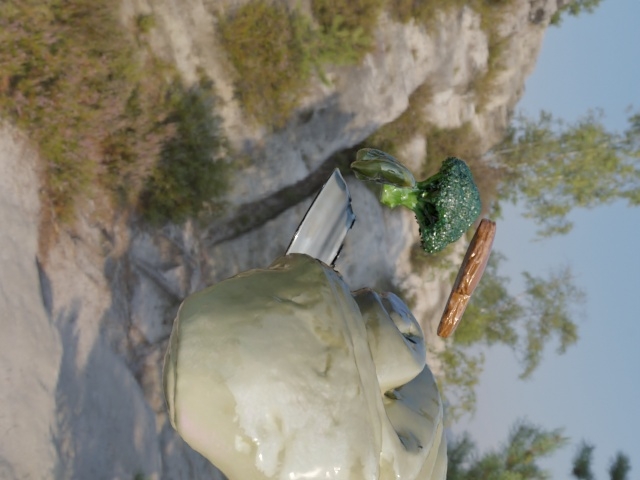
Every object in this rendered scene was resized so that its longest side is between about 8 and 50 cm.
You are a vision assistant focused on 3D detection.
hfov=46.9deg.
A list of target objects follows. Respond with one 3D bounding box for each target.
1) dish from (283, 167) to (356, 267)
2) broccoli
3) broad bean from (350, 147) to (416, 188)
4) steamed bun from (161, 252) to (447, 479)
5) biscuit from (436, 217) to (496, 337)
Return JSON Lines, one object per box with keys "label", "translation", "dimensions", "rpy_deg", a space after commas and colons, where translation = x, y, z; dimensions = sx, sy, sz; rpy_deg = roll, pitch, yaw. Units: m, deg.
{"label": "dish", "translation": [0.000, 0.000, 1.617], "dimensions": [0.317, 0.106, 0.316], "rpy_deg": [-63, 180, 0]}
{"label": "broccoli", "translation": [0.319, -0.108, 2.149], "dimensions": [0.297, 0.297, 0.298], "rpy_deg": [10, 90, -88]}
{"label": "broad bean", "translation": [0.136, -0.149, 1.601], "dimensions": [0.207, 0.153, 0.073], "rpy_deg": [-117, -141, -73]}
{"label": "steamed bun", "translation": [0.002, 0.154, 0.811], "dimensions": [0.352, 0.247, 0.339], "rpy_deg": [37, -3, -7]}
{"label": "biscuit", "translation": [0.246, 0.069, 1.237], "dimensions": [0.192, 0.036, 0.186], "rpy_deg": [83, 31, -71]}
